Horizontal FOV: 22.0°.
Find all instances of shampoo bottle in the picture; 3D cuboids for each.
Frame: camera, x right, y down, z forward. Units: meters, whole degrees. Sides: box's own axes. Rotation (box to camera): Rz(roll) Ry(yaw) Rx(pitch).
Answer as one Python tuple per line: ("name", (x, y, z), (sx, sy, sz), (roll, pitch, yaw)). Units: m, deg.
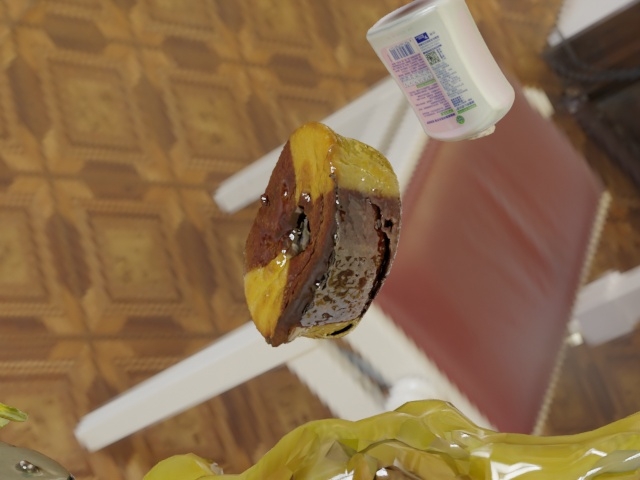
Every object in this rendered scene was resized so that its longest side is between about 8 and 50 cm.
("shampoo bottle", (0.083, -0.110, 1.080), (0.099, 0.072, 0.043), (57, 44, -15))

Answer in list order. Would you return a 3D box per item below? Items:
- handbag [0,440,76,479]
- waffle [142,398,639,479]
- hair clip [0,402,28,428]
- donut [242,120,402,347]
("handbag", (-0.192, 0.256, 0.723), (0.241, 0.109, 0.315), (-15, 111, -55))
("waffle", (0.036, 0.195, 0.327), (0.151, 0.261, 0.324), (27, 64, -67))
("hair clip", (-0.231, 0.132, 0.839), (0.046, 0.173, 0.072), (45, 3, 23))
("donut", (0.000, 0.000, 1.019), (0.059, 0.140, 0.140), (11, 58, -25))
